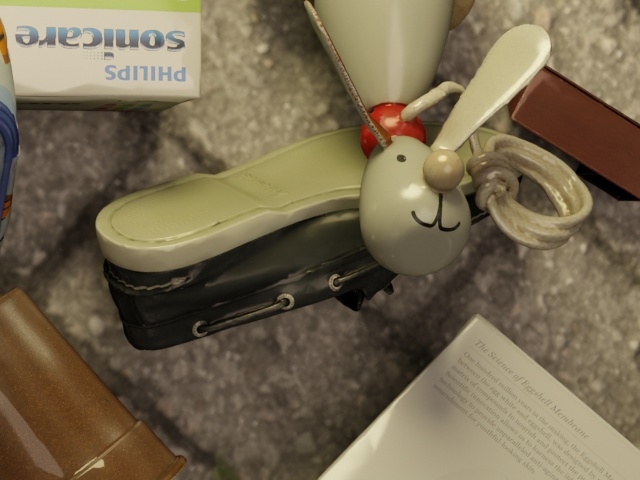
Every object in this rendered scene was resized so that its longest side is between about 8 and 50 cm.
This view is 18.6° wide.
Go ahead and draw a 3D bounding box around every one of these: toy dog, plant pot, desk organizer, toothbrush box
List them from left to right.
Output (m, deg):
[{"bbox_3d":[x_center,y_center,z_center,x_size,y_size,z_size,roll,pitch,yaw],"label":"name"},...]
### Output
[{"bbox_3d":[-0.203,0.131,1.301,0.167,0.167,0.165,-36,93,-15],"label":"plant pot"},{"bbox_3d":[-0.193,-0.232,1.322,0.206,0.122,0.283,-1,89,-18],"label":"toothbrush box"},{"bbox_3d":[0.067,-0.150,1.327,0.220,0.161,0.333,-10,57,-34],"label":"toy dog"},{"bbox_3d":[0.199,-0.082,1.491,0.130,0.047,0.050,30,83,-16],"label":"desk organizer"}]

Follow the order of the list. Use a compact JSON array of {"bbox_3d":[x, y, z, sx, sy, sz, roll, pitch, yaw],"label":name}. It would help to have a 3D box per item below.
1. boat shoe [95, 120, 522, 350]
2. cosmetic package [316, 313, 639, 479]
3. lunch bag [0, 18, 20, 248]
[{"bbox_3d":[0.002,0.002,1.391,0.340,0.127,0.113,-18,122,-32],"label":"boat shoe"},{"bbox_3d":[0.114,0.217,1.362,0.224,0.138,0.225,41,72,14],"label":"cosmetic package"},{"bbox_3d":[-0.317,-0.034,1.197,0.243,0.303,0.115,-3,60,-20],"label":"lunch bag"}]
